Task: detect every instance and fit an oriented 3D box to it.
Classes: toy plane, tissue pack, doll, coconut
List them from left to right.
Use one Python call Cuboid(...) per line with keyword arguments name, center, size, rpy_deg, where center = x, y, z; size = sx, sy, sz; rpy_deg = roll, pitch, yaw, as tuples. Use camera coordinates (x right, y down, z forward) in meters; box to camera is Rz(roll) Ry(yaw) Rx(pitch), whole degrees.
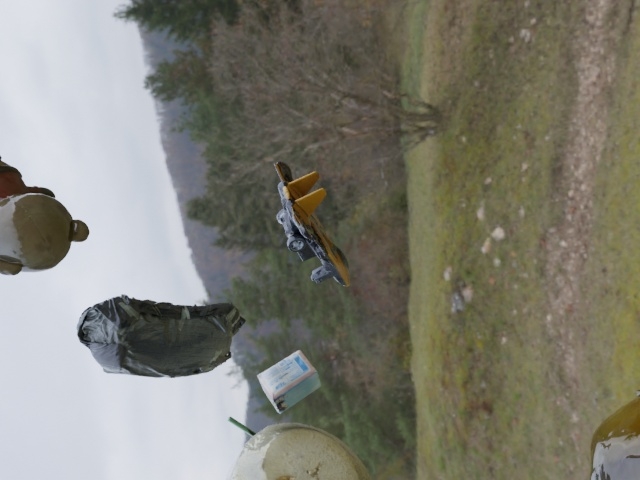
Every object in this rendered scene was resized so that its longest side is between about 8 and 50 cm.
Cuboid(name="doll", center=(-0.690, -0.065, 1.475), size=(0.330, 0.235, 0.174), rpy_deg=(41, 138, 18))
Cuboid(name="coconut", center=(-0.050, 0.428, 1.038), size=(0.237, 0.238, 0.265), rpy_deg=(-104, 24, -46))
Cuboid(name="tissue pack", center=(-0.054, 0.249, 1.171), size=(0.074, 0.094, 0.058), rpy_deg=(46, 160, 44))
Cuboid(name="toy plane", center=(-0.012, 0.005, 1.286), size=(0.316, 0.103, 0.204), rpy_deg=(70, 179, -46))

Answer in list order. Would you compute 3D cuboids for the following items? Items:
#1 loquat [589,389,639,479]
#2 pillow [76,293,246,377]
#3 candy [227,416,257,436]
Cuboid(name="loquat", center=(0.345, 0.233, 0.627), size=(0.227, 0.179, 0.179), rpy_deg=(-32, -61, -49))
Cuboid(name="pillow", center=(-0.297, 0.182, 1.256), size=(0.093, 0.335, 0.161), rpy_deg=(28, 104, 49))
Cuboid(name="candy", center=(-0.051, 0.396, 1.186), size=(0.288, 0.078, 0.084), rpy_deg=(37, -165, -18))
